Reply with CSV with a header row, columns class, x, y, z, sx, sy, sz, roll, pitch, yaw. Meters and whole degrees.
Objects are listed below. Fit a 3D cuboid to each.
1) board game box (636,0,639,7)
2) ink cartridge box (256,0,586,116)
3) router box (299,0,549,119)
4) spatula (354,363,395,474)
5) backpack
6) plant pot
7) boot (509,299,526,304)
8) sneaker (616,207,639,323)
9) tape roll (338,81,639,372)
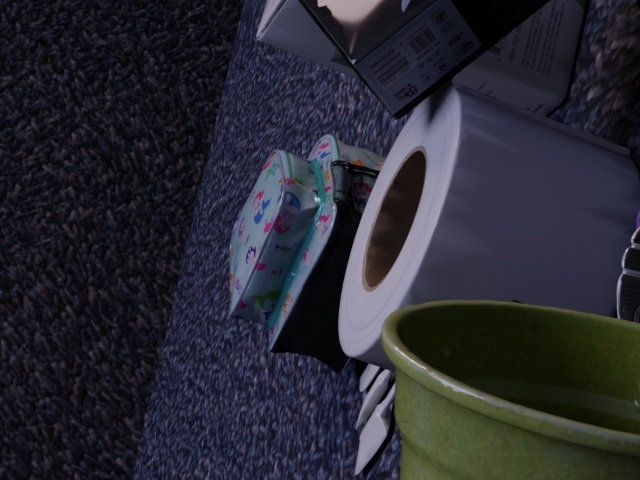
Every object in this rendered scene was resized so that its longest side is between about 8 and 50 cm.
class,x,y,z,sx,sy,sz,roll,pitch,yaw
board game box,0.310,-0.299,1.639,0.126,0.026,0.186,114,171,-48
ink cartridge box,0.107,-0.255,1.869,0.121,0.289,0.211,137,151,-65
router box,0.118,-0.278,1.631,0.309,0.081,0.243,-37,43,4
spatula,0.089,0.117,2.010,0.168,0.019,0.242,-77,14,-54
backpack,0.000,0.000,2.208,0.253,0.191,0.225,-81,15,-61
plant pot,0.148,0.195,1.130,0.276,0.276,0.254,-123,43,-75
boot,0.130,0.190,1.425,0.377,0.138,0.284,-149,82,-81
sneaker,0.254,0.010,1.392,0.071,0.068,0.170,101,-171,-56
tape roll,0.137,0.010,1.607,0.246,0.169,0.246,-161,90,-78
